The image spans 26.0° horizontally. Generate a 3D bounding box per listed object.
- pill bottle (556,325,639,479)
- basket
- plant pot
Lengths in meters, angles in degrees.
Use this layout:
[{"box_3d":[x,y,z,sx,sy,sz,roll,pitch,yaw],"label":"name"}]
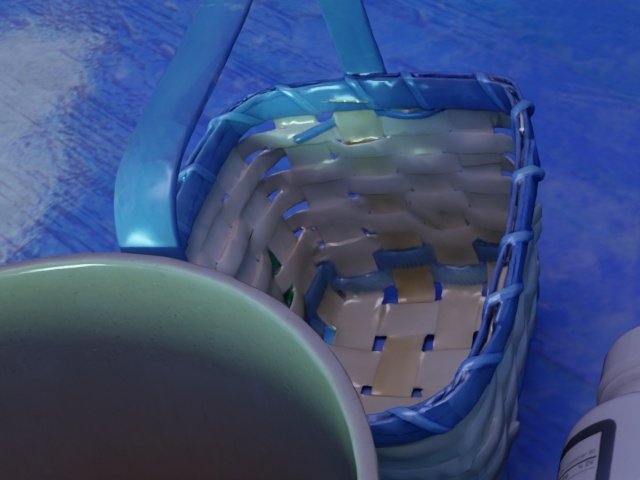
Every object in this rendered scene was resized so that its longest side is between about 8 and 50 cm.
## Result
[{"box_3d":[0.154,0.128,0.606,0.108,0.108,0.180,1,46,21],"label":"pill bottle"},{"box_3d":[0.000,0.000,0.659,0.201,0.289,0.255,0,44,20],"label":"basket"},{"box_3d":[-0.075,0.189,0.502,0.256,0.274,0.256,-10,42,9],"label":"plant pot"}]
